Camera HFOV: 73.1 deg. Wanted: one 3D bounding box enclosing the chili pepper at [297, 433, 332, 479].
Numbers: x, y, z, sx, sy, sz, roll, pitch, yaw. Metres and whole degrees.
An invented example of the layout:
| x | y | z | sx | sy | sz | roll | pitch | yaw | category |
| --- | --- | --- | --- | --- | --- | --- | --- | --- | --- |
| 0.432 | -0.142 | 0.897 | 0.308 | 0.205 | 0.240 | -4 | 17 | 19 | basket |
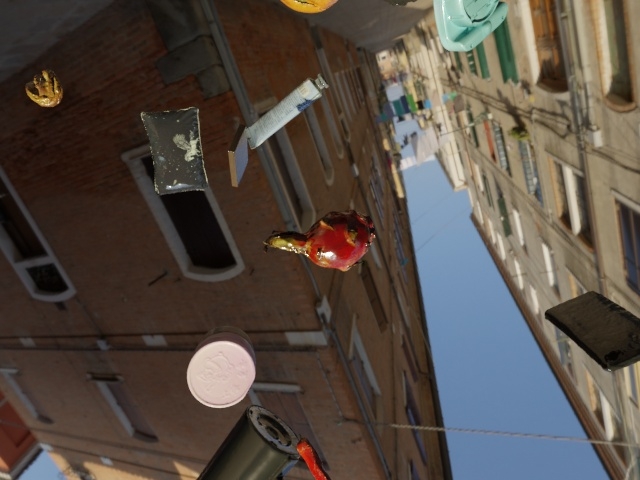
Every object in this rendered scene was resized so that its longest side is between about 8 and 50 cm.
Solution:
| x | y | z | sx | sy | sz | roll | pitch | yaw | category |
| --- | --- | --- | --- | --- | --- | --- | --- | --- | --- |
| -0.008 | 0.550 | 1.042 | 0.027 | 0.178 | 0.045 | -16 | 150 | -47 | chili pepper |

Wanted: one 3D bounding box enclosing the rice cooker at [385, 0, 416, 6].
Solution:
| x | y | z | sx | sy | sz | roll | pitch | yaw | category |
| --- | --- | --- | --- | --- | --- | --- | --- | --- | --- |
| 0.177 | -0.610 | 0.960 | 0.142 | 0.118 | 0.203 | 7 | -171 | 14 | rice cooker |

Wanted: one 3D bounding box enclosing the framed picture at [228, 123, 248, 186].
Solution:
| x | y | z | sx | sy | sz | roll | pitch | yaw | category |
| --- | --- | --- | --- | --- | --- | --- | --- | --- | --- |
| -0.271 | -0.279 | 1.430 | 0.023 | 0.168 | 0.128 | 12 | -123 | 2 | framed picture |

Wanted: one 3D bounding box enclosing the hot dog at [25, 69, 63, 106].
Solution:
| x | y | z | sx | sy | sz | roll | pitch | yaw | category |
| --- | --- | --- | --- | --- | --- | --- | --- | --- | --- |
| -0.493 | -0.275 | 0.774 | 0.058 | 0.035 | 0.083 | -37 | -121 | -4 | hot dog |

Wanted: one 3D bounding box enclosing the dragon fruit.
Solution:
| x | y | z | sx | sy | sz | roll | pitch | yaw | category |
| --- | --- | --- | --- | --- | --- | --- | --- | --- | --- |
| 0.000 | 0.000 | 0.915 | 0.246 | 0.125 | 0.125 | 0 | -131 | -16 | dragon fruit |

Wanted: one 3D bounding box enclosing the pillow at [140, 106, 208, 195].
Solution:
| x | y | z | sx | sy | sz | roll | pitch | yaw | category |
| --- | --- | --- | --- | --- | --- | --- | --- | --- | --- |
| -0.361 | -0.223 | 1.086 | 0.141 | 0.208 | 0.055 | -7 | -161 | -5 | pillow |

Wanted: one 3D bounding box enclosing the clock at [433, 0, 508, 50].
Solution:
| x | y | z | sx | sy | sz | roll | pitch | yaw | category |
| --- | --- | --- | --- | --- | --- | --- | --- | --- | --- |
| 0.404 | -0.681 | 1.173 | 0.223 | 0.274 | 0.094 | -45 | -136 | -14 | clock |

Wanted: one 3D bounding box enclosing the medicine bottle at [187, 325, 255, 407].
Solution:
| x | y | z | sx | sy | sz | roll | pitch | yaw | category |
| --- | --- | --- | --- | --- | --- | --- | --- | --- | --- |
| -0.312 | 0.394 | 1.397 | 0.202 | 0.202 | 0.316 | -25 | -178 | -12 | medicine bottle |

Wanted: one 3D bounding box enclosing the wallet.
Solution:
| x | y | z | sx | sy | sz | roll | pitch | yaw | category |
| --- | --- | --- | --- | --- | --- | --- | --- | --- | --- |
| 0.644 | 0.198 | 0.994 | 0.146 | 0.030 | 0.285 | -29 | -167 | 8 | wallet |

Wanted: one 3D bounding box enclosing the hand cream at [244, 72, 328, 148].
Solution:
| x | y | z | sx | sy | sz | roll | pitch | yaw | category |
| --- | --- | --- | --- | --- | --- | --- | --- | --- | --- |
| -0.098 | -0.358 | 1.189 | 0.271 | 0.058 | 0.091 | -34 | -125 | 16 | hand cream |

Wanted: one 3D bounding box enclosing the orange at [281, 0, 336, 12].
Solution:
| x | y | z | sx | sy | sz | roll | pitch | yaw | category |
| --- | --- | --- | --- | --- | --- | --- | --- | --- | --- |
| -0.030 | -0.721 | 1.118 | 0.240 | 0.240 | 0.240 | -18 | -161 | 7 | orange |

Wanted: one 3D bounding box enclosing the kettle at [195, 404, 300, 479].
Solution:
| x | y | z | sx | sy | sz | roll | pitch | yaw | category |
| --- | --- | --- | --- | --- | --- | --- | --- | --- | --- |
| -0.199 | 0.680 | 1.232 | 0.308 | 0.262 | 0.203 | -53 | 167 | -1 | kettle |
